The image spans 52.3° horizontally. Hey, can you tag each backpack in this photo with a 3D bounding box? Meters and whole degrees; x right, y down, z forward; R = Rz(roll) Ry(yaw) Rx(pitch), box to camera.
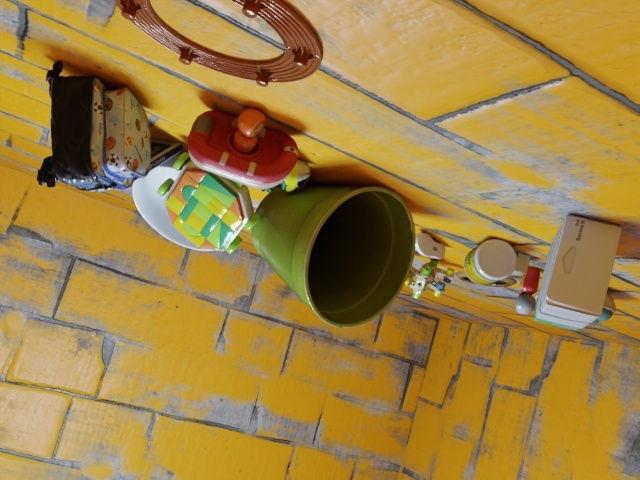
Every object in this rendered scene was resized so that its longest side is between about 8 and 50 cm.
[{"bbox_3d":[-0.501,-0.233,1.489,0.213,0.276,0.263,4,175,-4],"label":"backpack"}]

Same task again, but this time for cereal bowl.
[{"bbox_3d":[-0.380,-0.133,1.948,0.339,0.141,0.339,13,138,12],"label":"cereal bowl"}]

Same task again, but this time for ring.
[{"bbox_3d":[-0.161,-0.318,1.003,0.336,0.032,0.336,17,170,3],"label":"ring"}]

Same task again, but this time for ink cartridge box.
[{"bbox_3d":[0.586,0.084,1.508,0.121,0.211,0.289,14,171,16],"label":"ink cartridge box"}]

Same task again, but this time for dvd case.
[{"bbox_3d":[-0.507,-0.214,1.725,0.179,0.239,0.030,12,125,26],"label":"dvd case"}]

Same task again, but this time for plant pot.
[{"bbox_3d":[0.000,0.000,1.750,0.366,0.366,0.353,25,179,-42],"label":"plant pot"}]

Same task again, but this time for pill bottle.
[{"bbox_3d":[0.482,0.068,1.884,0.117,0.118,0.208,16,171,3],"label":"pill bottle"}]

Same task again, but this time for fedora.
[{"bbox_3d":[0.531,0.096,2.084,0.194,0.079,0.194,10,168,2],"label":"fedora"}]

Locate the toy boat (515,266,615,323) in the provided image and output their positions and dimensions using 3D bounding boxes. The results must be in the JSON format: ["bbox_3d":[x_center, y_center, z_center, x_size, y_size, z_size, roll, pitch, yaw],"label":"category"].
[{"bbox_3d":[0.752,0.196,2.078,0.318,0.148,0.267,20,170,-23],"label":"toy boat"}]

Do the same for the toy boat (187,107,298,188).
[{"bbox_3d":[-0.154,-0.214,1.365,0.231,0.151,0.151,19,141,-13],"label":"toy boat"}]

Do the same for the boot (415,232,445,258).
[{"bbox_3d":[0.313,0.019,2.036,0.086,0.069,0.190,6,168,36],"label":"boot"}]

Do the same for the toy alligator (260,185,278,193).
[{"bbox_3d":[-0.134,-0.143,1.938,0.051,0.056,0.189,58,-167,28],"label":"toy alligator"}]

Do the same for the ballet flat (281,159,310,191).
[{"bbox_3d":[-0.064,-0.169,1.627,0.077,0.077,0.231,-5,174,-2],"label":"ballet flat"}]

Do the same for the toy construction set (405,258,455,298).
[{"bbox_3d":[0.301,0.101,2.364,0.327,0.151,0.215,18,-159,39],"label":"toy construction set"}]

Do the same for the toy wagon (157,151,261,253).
[{"bbox_3d":[-0.285,-0.116,1.735,0.267,0.068,0.344,40,133,-4],"label":"toy wagon"}]

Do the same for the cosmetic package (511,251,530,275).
[{"bbox_3d":[0.569,0.071,1.934,0.041,0.060,0.115,17,172,-13],"label":"cosmetic package"}]
